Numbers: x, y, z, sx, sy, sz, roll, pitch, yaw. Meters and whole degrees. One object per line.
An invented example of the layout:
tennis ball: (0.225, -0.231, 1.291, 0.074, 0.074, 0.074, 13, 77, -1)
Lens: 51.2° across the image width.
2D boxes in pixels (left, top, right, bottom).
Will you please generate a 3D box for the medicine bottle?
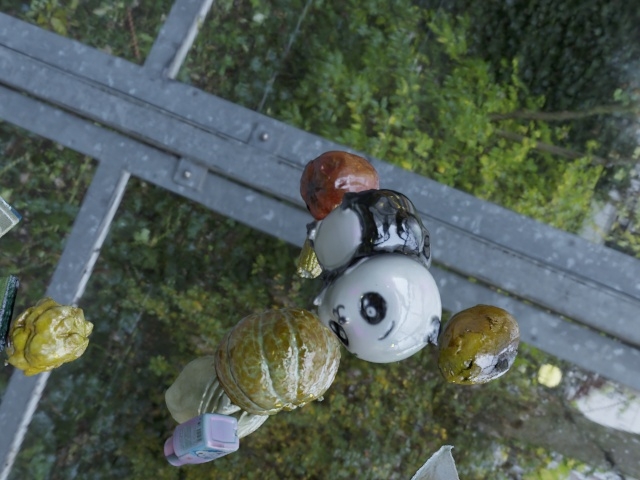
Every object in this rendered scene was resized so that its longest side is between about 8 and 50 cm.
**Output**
medicine bottle: (-0.312, 0.517, 1.722, 0.119, 0.188, 0.094, 25, 45, -45)

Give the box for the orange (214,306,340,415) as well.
orange: (-0.107, 0.309, 1.713, 0.329, 0.329, 0.249, 70, 3, -74)

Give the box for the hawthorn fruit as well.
hawthorn fruit: (0.042, -0.126, 1.512, 0.179, 0.173, 0.173, -32, 160, -10)

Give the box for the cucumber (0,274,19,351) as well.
cucumber: (-0.814, 0.181, 1.703, 0.046, 0.070, 0.220, 6, 103, -57)

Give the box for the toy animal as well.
toy animal: (0.113, 0.076, 1.265, 0.251, 0.251, 0.310, 84, -5, -68)

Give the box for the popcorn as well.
popcorn: (-0.715, 0.243, 1.751, 0.253, 0.190, 0.191, -29, 159, 15)

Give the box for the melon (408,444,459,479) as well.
melon: (0.175, 0.438, 1.090, 0.093, 0.139, 0.202, 161, -65, -69)

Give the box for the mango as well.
mango: (0.312, 0.213, 1.344, 0.249, 0.151, 0.156, -31, 153, -53)

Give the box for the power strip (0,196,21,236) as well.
power strip: (-0.502, -0.015, 0.982, 0.123, 0.056, 0.032, -36, -161, 9)

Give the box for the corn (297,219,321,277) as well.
corn: (0.000, 0.000, 1.783, 0.080, 0.080, 0.238, 97, 13, -55)

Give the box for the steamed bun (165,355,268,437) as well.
steamed bun: (-0.264, 0.468, 1.941, 0.276, 0.203, 0.289, -52, 129, 0)
